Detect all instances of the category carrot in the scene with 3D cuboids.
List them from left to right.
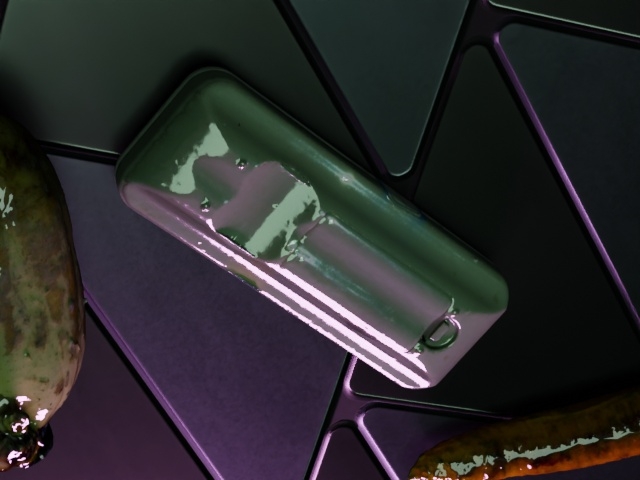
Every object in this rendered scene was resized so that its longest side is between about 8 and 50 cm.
[{"bbox_3d":[0.227,0.165,1.659,0.314,0.066,0.066,-13,120,-8],"label":"carrot"}]

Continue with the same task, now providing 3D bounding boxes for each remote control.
[{"bbox_3d":[0.000,0.000,1.505,0.335,0.065,0.128,34,106,-28],"label":"remote control"}]

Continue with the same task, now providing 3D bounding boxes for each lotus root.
[{"bbox_3d":[-0.252,0.017,1.392,0.173,0.173,0.309,-9,120,-12],"label":"lotus root"}]
